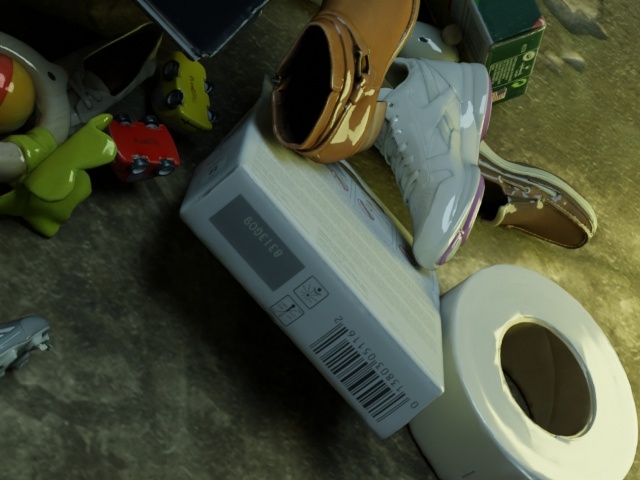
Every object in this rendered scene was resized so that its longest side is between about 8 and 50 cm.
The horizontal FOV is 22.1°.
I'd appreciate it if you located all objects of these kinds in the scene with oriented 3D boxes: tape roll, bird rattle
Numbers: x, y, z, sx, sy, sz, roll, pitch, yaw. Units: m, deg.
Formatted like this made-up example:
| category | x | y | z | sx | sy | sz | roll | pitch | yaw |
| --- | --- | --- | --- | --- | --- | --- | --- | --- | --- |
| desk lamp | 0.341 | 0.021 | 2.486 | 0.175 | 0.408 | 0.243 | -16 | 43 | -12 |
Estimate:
| category | x | y | z | sx | sy | sz | roll | pitch | yaw |
| --- | --- | --- | --- | --- | --- | --- | --- | --- | --- |
| tape roll | 0.223 | 0.173 | 1.845 | 0.286 | 0.100 | 0.286 | 24 | 48 | -30 |
| bird rattle | -0.324 | -0.112 | 1.544 | 0.253 | 0.143 | 0.207 | 16 | 49 | -19 |

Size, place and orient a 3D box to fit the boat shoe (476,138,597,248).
| category | x | y | z | sx | sy | sz | roll | pitch | yaw |
| --- | --- | --- | --- | --- | --- | --- | --- | --- | --- |
| boat shoe | 0.221 | -0.047 | 2.019 | 0.257 | 0.095 | 0.095 | 28 | 47 | -9 |

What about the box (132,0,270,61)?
| category | x | y | z | sx | sy | sz | roll | pitch | yaw |
| --- | --- | --- | --- | --- | --- | --- | --- | --- | --- |
| box | -0.173 | -0.466 | 1.653 | 0.480 | 0.297 | 0.472 | 44 | 8 | -9 |

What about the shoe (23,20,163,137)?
| category | x | y | z | sx | sy | sz | roll | pitch | yaw |
| --- | --- | --- | --- | --- | --- | --- | --- | --- | --- |
| shoe | -0.234 | -0.171 | 1.700 | 0.076 | 0.058 | 0.219 | 49 | 40 | -4 |

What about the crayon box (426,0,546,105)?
| category | x | y | z | sx | sy | sz | roll | pitch | yaw |
| --- | --- | --- | --- | --- | --- | --- | --- | --- | --- |
| crayon box | 0.183 | -0.352 | 2.113 | 0.081 | 0.202 | 0.319 | -20 | 73 | -7 |

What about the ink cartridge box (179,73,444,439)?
| category | x | y | z | sx | sy | sz | roll | pitch | yaw |
| --- | --- | --- | --- | --- | --- | --- | --- | --- | --- |
| ink cartridge box | 0.000 | 0.000 | 1.739 | 0.308 | 0.091 | 0.385 | 48 | 14 | -13 |

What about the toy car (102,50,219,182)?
| category | x | y | z | sx | sy | sz | roll | pitch | yaw |
| --- | --- | --- | --- | --- | --- | --- | --- | --- | --- |
| toy car | -0.128 | -0.069 | 1.721 | 0.225 | 0.053 | 0.239 | 50 | 30 | -12 |

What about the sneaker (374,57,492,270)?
| category | x | y | z | sx | sy | sz | roll | pitch | yaw |
| --- | --- | --- | --- | --- | --- | --- | --- | --- | --- |
| sneaker | 0.113 | -0.092 | 1.891 | 0.152 | 0.114 | 0.305 | 13 | 49 | -6 |

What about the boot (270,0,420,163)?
| category | x | y | z | sx | sy | sz | roll | pitch | yaw |
| --- | --- | --- | --- | --- | --- | --- | --- | --- | --- |
| boot | 0.014 | -0.221 | 1.706 | 0.109 | 0.283 | 0.220 | 15 | 7 | 18 |

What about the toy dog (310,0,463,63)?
| category | x | y | z | sx | sy | sz | roll | pitch | yaw |
| --- | --- | --- | --- | --- | --- | --- | --- | --- | --- |
| toy dog | 0.058 | -0.338 | 2.016 | 0.333 | 0.161 | 0.220 | 17 | 51 | -34 |

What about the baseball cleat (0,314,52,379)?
| category | x | y | z | sx | sy | sz | roll | pitch | yaw |
| --- | --- | --- | --- | --- | --- | --- | --- | --- | --- |
| baseball cleat | -0.324 | 0.091 | 1.419 | 0.109 | 0.072 | 0.206 | 49 | 36 | 6 |
